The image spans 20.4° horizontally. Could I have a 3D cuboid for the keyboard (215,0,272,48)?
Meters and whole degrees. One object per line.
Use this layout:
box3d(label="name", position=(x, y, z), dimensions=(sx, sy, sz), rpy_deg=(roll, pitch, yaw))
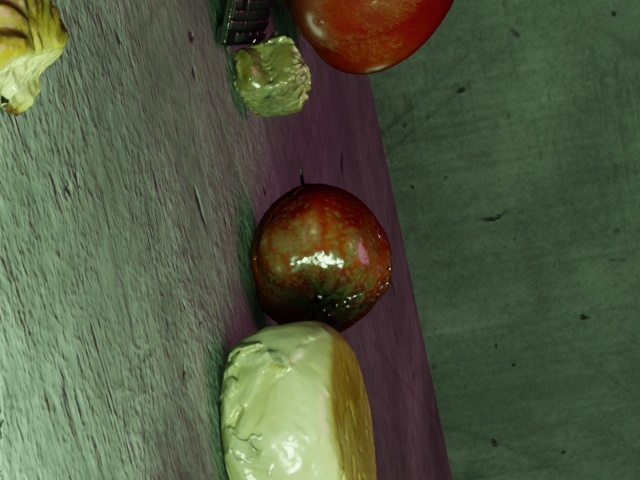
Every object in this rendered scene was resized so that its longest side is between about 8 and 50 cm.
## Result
box3d(label="keyboard", position=(-0.093, -0.296, 2.294), dimensions=(0.310, 0.018, 0.100), rpy_deg=(-45, 148, -81))

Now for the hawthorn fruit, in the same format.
box3d(label="hawthorn fruit", position=(0.000, 0.000, 2.153), dimensions=(0.181, 0.181, 0.235), rpy_deg=(72, 11, -48))

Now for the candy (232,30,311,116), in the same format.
box3d(label="candy", position=(-0.060, -0.205, 2.249), dimensions=(0.110, 0.095, 0.085), rpy_deg=(75, 4, -65))

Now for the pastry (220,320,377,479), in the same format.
box3d(label="pastry", position=(-0.023, 0.210, 1.867), dimensions=(0.265, 0.133, 0.264), rpy_deg=(-10, 90, -81))

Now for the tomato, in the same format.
box3d(label="tomato", position=(0.072, -0.428, 2.759), dimensions=(0.293, 0.290, 0.325), rpy_deg=(55, 19, -17))

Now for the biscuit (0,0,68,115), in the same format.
box3d(label="biscuit", position=(-0.214, -0.144, 1.204), dimensions=(0.183, 0.061, 0.118), rpy_deg=(-40, 118, -80))
